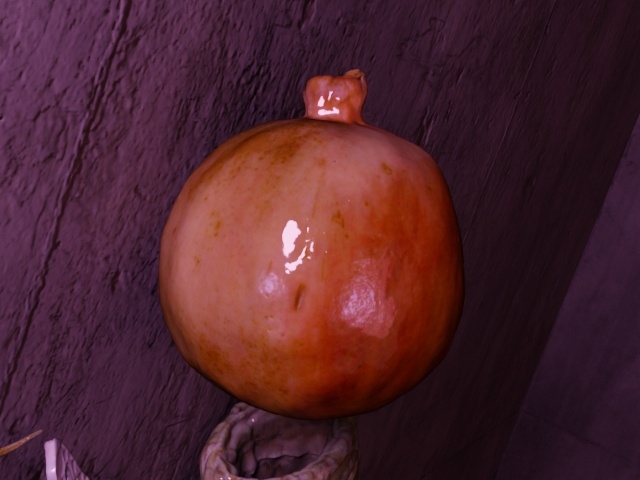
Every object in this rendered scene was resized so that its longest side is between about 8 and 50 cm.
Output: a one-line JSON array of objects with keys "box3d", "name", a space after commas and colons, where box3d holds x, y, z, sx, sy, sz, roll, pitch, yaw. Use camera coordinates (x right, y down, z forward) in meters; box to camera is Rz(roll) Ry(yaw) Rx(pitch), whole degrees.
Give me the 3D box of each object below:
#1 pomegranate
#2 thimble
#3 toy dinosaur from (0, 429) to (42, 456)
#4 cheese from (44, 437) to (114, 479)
[{"box3d": [0.000, 0.000, 0.915, 0.252, 0.229, 0.271, -12, 112, -55], "name": "pomegranate"}, {"box3d": [-0.032, 0.241, 1.178, 0.190, 0.137, 0.143, -23, 133, -27], "name": "thimble"}, {"box3d": [-0.256, 0.158, 0.732, 0.180, 0.037, 0.058, -18, 134, -61], "name": "toy dinosaur"}, {"box3d": [-0.173, 0.228, 0.917, 0.251, 0.054, 0.127, 76, 2, -51], "name": "cheese"}]
